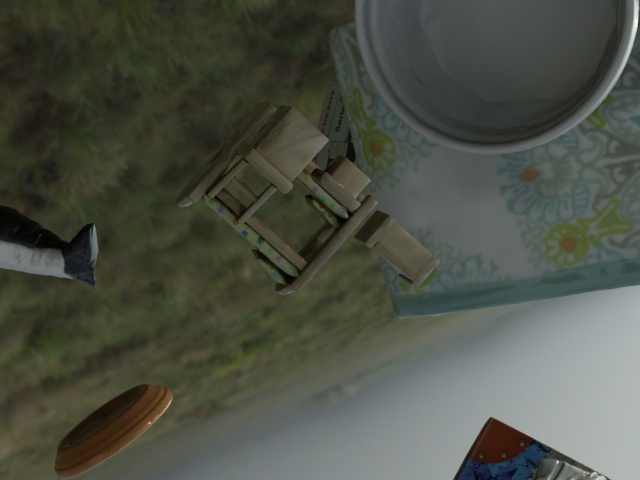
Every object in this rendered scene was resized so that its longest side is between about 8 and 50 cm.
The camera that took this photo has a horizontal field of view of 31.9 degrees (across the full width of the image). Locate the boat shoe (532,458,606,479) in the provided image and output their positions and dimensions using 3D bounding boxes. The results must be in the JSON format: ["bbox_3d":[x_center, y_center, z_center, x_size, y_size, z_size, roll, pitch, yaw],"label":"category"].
[{"bbox_3d":[0.225,0.245,0.999,0.076,0.083,0.226,2,-168,14],"label":"boat shoe"}]

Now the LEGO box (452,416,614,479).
[{"bbox_3d":[0.364,0.447,1.452,0.193,0.372,0.500,-59,157,-12],"label":"LEGO box"}]

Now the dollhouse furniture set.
[{"bbox_3d":[0.000,0.000,0.802,0.101,0.182,0.161,-49,-167,-1],"label":"dollhouse furniture set"}]

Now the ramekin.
[{"bbox_3d":[0.140,-0.172,0.849,0.207,0.207,0.109,-27,178,26],"label":"ramekin"}]

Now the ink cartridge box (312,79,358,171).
[{"bbox_3d":[0.081,-0.144,1.581,0.087,0.153,0.208,15,179,-33],"label":"ink cartridge box"}]

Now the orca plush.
[{"bbox_3d":[-0.356,-0.038,1.130,0.287,0.102,0.151,7,161,15],"label":"orca plush"}]

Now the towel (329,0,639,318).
[{"bbox_3d":[0.214,-0.099,1.116,0.375,0.320,0.090,-11,-176,23],"label":"towel"}]

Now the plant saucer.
[{"bbox_3d":[-0.306,0.269,1.627,0.200,0.037,0.200,-33,-170,6],"label":"plant saucer"}]
